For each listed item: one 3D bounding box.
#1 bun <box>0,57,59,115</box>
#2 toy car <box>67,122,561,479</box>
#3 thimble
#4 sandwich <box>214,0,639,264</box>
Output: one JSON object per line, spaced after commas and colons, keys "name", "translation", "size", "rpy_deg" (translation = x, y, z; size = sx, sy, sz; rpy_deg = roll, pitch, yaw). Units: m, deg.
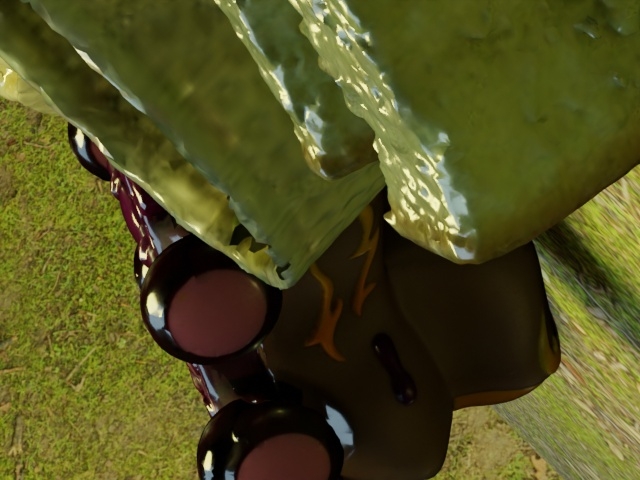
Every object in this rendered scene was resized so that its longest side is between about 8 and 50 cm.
{"name": "bun", "translation": [-0.219, -0.215, 1.463], "size": [0.361, 0.213, 0.361], "rpy_deg": [45, 175, 5]}
{"name": "toy car", "translation": [0.000, 0.000, 1.188], "size": [0.271, 0.240, 0.340], "rpy_deg": [-120, 9, -57]}
{"name": "thimble", "translation": [-0.059, -0.115, 0.918], "size": [0.271, 0.150, 0.271], "rpy_deg": [41, 172, 7]}
{"name": "sandwich", "translation": [0.023, -0.096, 0.578], "size": [0.122, 0.128, 0.236], "rpy_deg": [56, 173, -20]}
